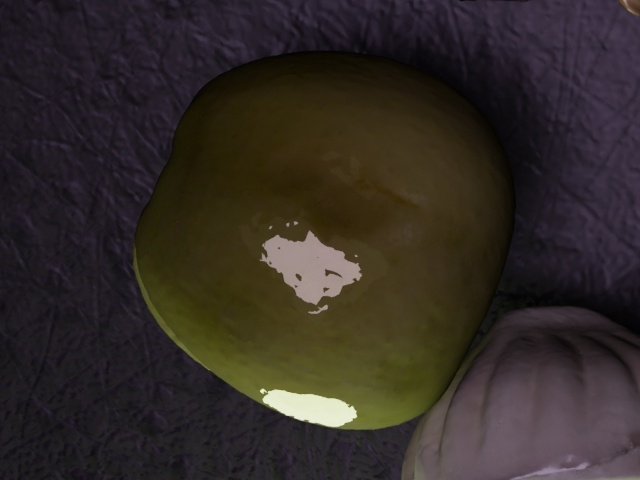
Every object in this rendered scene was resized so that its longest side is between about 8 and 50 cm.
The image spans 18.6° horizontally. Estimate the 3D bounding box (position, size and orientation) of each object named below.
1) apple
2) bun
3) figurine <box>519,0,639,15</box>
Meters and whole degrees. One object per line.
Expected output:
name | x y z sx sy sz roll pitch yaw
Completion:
apple | 0.000 0.000 1.418 0.254 0.292 0.292 23 108 -5
bun | 0.179 0.133 1.443 0.263 0.263 0.175 -13 66 18
figurine | 0.188 -0.221 1.421 0.196 0.114 0.108 -2 128 27
